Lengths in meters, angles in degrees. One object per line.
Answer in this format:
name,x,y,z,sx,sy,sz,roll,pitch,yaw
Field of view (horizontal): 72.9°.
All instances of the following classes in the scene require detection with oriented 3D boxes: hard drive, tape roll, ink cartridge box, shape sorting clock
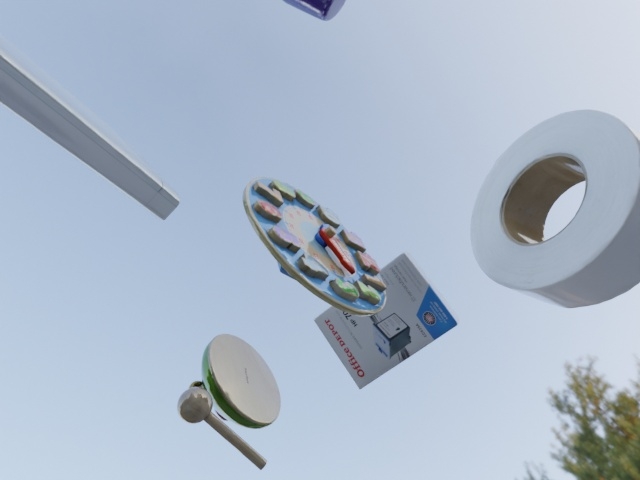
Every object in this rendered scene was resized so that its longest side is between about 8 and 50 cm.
hard drive,-0.338,-0.178,0.507,0.047,0.233,0.353,-48,-43,-4
tape roll,0.366,-0.047,0.659,0.100,0.286,0.286,20,-71,-20
ink cartridge box,0.108,0.129,0.713,0.190,0.082,0.140,-39,-104,12
shape sorting clock,0.000,0.000,0.493,0.206,0.206,0.040,37,-70,-27

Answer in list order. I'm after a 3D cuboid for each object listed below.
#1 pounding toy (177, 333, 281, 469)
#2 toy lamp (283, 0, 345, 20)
pounding toy,-0.172,0.283,0.760,0.110,0.237,0.183,-39,-79,12
toy lamp,-0.080,-0.383,0.540,0.274,0.080,0.080,44,-80,3
